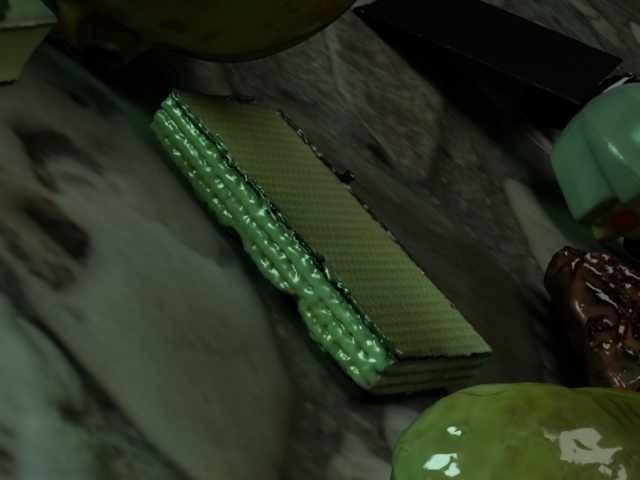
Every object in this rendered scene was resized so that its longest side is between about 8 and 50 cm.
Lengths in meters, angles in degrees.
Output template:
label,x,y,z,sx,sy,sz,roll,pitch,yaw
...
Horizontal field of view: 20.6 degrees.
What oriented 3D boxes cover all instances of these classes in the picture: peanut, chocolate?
label,x,y,z,sx,sy,sz,roll,pitch,yaw
peanut,0.124,0.126,0.810,0.224,0.129,0.129,22,29,-44
chocolate,0.245,-0.123,1.614,0.147,0.072,0.070,3,52,-53

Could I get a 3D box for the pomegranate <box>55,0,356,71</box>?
label,x,y,z,sx,sy,sz,roll,pitch,yaw
pomegranate,-0.068,-0.215,0.955,0.264,0.264,0.264,37,21,-17

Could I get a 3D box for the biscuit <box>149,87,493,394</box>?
label,x,y,z,sx,sy,sz,roll,pitch,yaw
biscuit,0.000,0.000,0.950,0.199,0.040,0.121,50,24,22

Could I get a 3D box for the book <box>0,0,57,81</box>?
label,x,y,z,sx,sy,sz,roll,pitch,yaw
book,-0.285,-0.153,0.720,0.260,0.043,0.371,45,20,6

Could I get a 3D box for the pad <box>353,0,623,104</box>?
label,x,y,z,sx,sy,sz,roll,pitch,yaw
pad,0.156,-0.178,1.545,0.202,0.005,0.300,24,18,10

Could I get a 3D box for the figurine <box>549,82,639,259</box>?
label,x,y,z,sx,sy,sz,roll,pitch,yaw
figurine,0.293,-0.024,1.413,0.236,0.133,0.176,45,11,-1

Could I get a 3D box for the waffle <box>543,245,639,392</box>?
label,x,y,z,sx,sy,sz,roll,pitch,yaw
waffle,0.235,0.099,1.176,0.221,0.055,0.234,22,34,-49
